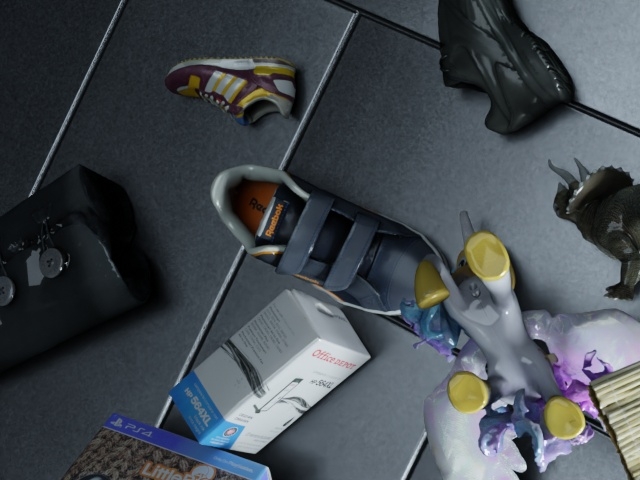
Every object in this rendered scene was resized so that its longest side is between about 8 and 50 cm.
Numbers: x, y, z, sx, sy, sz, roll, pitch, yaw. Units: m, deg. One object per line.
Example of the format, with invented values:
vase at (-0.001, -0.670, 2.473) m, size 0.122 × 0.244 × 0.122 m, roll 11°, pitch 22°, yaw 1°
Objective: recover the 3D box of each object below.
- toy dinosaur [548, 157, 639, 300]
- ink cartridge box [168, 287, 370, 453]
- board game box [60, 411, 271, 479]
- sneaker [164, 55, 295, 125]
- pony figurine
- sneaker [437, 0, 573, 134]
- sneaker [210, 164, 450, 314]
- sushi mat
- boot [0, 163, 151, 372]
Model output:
toy dinosaur at (0.396, -0.011, 1.693) m, size 0.313 × 0.121 × 0.160 m, roll 4°, pitch 93°, yaw 26°
ink cartridge box at (-0.060, 0.164, 1.837) m, size 0.203 × 0.148 × 0.086 m, roll -41°, pitch 63°, yaw 13°
board game box at (-0.221, 0.384, 1.796) m, size 0.232 × 0.141 × 0.291 m, roll 15°, pitch 46°, yaw 23°
sneaker at (-0.122, -0.192, 1.958) m, size 0.185 × 0.069 × 0.084 m, roll -2°, pitch 77°, yaw 23°
pony figurine at (0.221, 0.133, 1.658) m, size 0.303 × 0.363 × 0.351 m, roll -26°, pitch 89°, yaw 10°
sneaker at (0.185, -0.256, 1.825) m, size 0.130 × 0.109 × 0.286 m, roll -38°, pitch 69°, yaw 20°
sneaker at (0.000, 0.000, 1.853) m, size 0.321 × 0.127 × 0.126 m, roll 23°, pitch 90°, yaw 22°
sushi mat at (0.411, 0.177, 1.574) m, size 0.019 × 0.316 × 0.151 m, roll -36°, pitch 74°, yaw 49°
boot at (-0.413, 0.156, 2.003) m, size 0.445 × 0.146 × 0.367 m, roll -28°, pitch 75°, yaw 12°
